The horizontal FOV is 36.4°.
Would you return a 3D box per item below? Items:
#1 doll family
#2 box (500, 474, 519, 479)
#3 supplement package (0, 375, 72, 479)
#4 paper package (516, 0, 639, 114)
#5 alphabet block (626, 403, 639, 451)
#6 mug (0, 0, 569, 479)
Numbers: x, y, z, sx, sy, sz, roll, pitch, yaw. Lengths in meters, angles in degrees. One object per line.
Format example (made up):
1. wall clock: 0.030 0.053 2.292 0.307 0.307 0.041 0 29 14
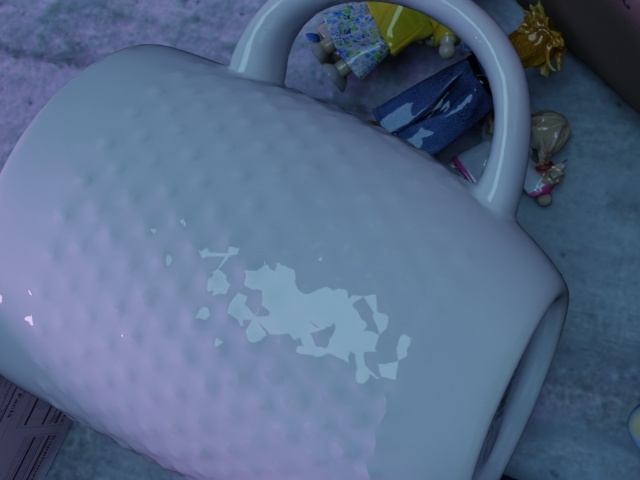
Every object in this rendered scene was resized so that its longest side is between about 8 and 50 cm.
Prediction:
1. doll family: 0.098 -0.139 0.760 0.163 0.118 0.263 -34 75 9
2. box: 0.185 0.296 0.694 0.293 0.057 0.200 18 86 16
3. supplement package: -0.335 0.106 0.754 0.199 0.263 0.198 25 88 17
4. paper package: 0.239 -0.201 0.604 0.168 0.309 0.325 -37 55 4
5. alphabet block: 0.344 0.103 0.582 0.193 0.192 0.197 50 130 15
6. mug: 0.000 0.000 0.660 0.328 0.276 0.374 23 98 21
